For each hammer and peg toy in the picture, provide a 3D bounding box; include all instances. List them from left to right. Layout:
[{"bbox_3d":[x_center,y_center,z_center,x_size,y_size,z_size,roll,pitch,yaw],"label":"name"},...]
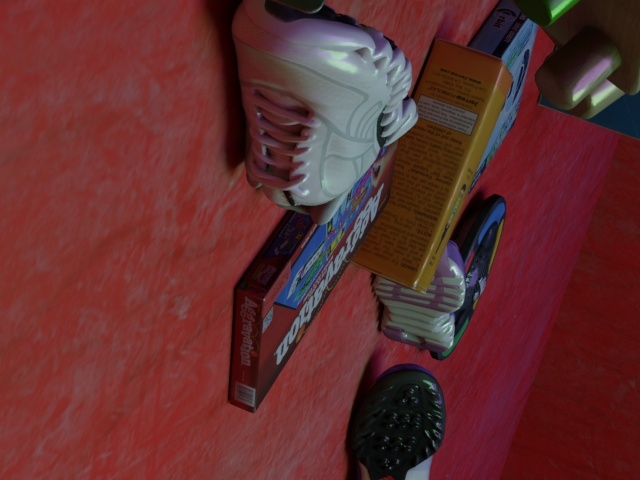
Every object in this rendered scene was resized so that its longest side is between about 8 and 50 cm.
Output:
[{"bbox_3d":[0.127,-0.215,1.112,0.127,0.266,0.361,-41,159,-14],"label":"hammer and peg toy"}]

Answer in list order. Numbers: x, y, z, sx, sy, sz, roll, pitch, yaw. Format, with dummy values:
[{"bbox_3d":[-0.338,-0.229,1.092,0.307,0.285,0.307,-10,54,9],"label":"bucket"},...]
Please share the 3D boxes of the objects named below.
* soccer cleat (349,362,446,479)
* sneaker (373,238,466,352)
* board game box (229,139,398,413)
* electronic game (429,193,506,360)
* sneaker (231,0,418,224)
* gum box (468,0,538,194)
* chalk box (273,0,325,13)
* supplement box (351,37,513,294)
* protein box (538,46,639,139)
[{"bbox_3d":[0.089,0.231,1.934,0.318,0.109,0.116,91,2,-48],"label":"soccer cleat"},{"bbox_3d":[0.114,0.034,1.738,0.236,0.095,0.104,88,19,-69],"label":"sneaker"},{"bbox_3d":[0.000,0.000,1.369,0.145,0.027,0.281,98,19,-47],"label":"board game box"},{"bbox_3d":[0.192,0.048,2.121,0.229,0.048,0.229,22,90,-77],"label":"electronic game"},{"bbox_3d":[-0.006,-0.084,1.084,0.118,0.110,0.292,-58,165,-5],"label":"sneaker"},{"bbox_3d":[0.190,-0.168,1.808,0.157,0.041,0.184,-55,160,-45],"label":"gum box"},{"bbox_3d":[0.013,-0.222,0.877,0.213,0.132,0.132,-67,166,-5],"label":"chalk box"},{"bbox_3d":[0.107,-0.070,1.569,0.078,0.080,0.233,28,82,-75],"label":"supplement box"},{"bbox_3d":[0.440,-0.261,2.280,0.136,0.201,0.199,-42,150,-61],"label":"protein box"}]
